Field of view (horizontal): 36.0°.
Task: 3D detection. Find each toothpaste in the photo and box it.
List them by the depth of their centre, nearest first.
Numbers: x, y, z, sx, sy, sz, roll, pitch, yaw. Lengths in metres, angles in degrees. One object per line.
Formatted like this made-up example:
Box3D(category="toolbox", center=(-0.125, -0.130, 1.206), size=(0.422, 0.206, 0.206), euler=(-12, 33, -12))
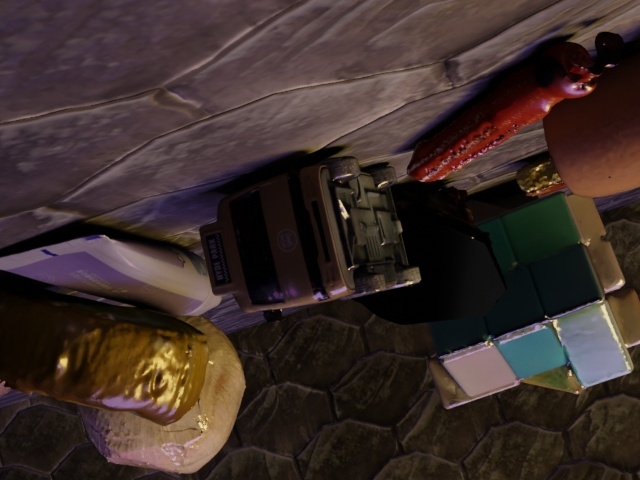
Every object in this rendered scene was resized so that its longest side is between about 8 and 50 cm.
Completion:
Box3D(category="toothpaste", center=(-0.203, 0.037, 1.070), size=(0.125, 0.080, 0.371), euler=(-12, 171, 14))

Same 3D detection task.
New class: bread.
Box3D(category="bread", center=(0.356, -0.106, 1.391), size=(0.136, 0.054, 0.154), euler=(-20, 178, 30))

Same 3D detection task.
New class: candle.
Box3D(category="candle", center=(0.156, -0.110, 0.898), size=(0.051, 0.048, 0.329), euler=(27, 160, -11))

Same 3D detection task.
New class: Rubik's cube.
Box3D(category="Rubik's cube", center=(0.325, 0.099, 1.662), size=(0.387, 0.358, 0.368), euler=(-20, 173, 15))

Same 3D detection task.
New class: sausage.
Box3D(category="sausage", center=(0.315, -0.120, 0.892), size=(0.123, 0.123, 0.253), euler=(-11, 170, -43))

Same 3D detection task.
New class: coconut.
Box3D(category="coconut", center=(-0.279, 0.254, 1.714), size=(0.297, 0.297, 0.254), euler=(-18, 156, 3))

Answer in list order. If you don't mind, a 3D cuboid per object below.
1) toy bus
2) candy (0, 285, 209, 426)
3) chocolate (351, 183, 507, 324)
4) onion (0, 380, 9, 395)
Box3D(category="toy bus", center=(0.000, 0.000, 1.023), size=(0.157, 0.139, 0.289), euler=(-14, 178, 17))
Box3D(category="candy", center=(-0.253, 0.123, 1.097), size=(0.260, 0.118, 0.260), euler=(14, 175, 1))
Box3D(category="chocolate", center=(0.137, -0.019, 1.346), size=(0.224, 0.206, 0.177), euler=(-10, -139, 25))
Box3D(category="onion", center=(-0.433, 0.147, 1.284), size=(0.247, 0.111, 0.250), euler=(-43, -178, -43))
